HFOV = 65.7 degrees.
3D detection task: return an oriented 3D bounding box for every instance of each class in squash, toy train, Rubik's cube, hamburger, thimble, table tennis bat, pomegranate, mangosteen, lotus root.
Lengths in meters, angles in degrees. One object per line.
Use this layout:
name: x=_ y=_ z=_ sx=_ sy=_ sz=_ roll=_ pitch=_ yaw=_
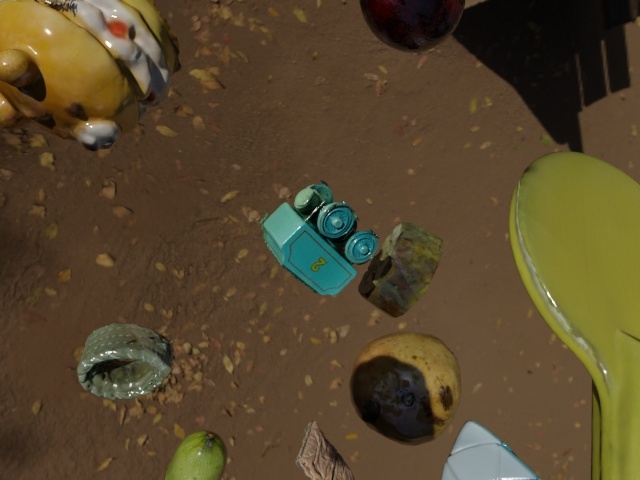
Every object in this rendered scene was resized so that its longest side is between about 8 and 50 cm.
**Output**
squash: x=-0.254 y=0.469 z=1.051 sx=0.123 sy=0.123 sz=0.186 roll=10 pitch=130 yaw=-26
toy train: x=0.000 y=0.000 z=0.896 sx=0.163 sy=0.112 sz=0.203 roll=-45 pitch=128 yaw=2
Rubik's cube: x=0.337 y=0.445 z=0.897 sx=0.254 sy=0.254 sz=0.254 roll=-5 pitch=104 yaw=-23
hamburger: x=-0.383 y=-0.270 z=0.765 sx=0.276 sy=0.276 sz=0.237 roll=41 pitch=57 yaw=-26
thimble: x=-0.240 y=0.150 z=0.621 sx=0.110 sy=0.062 sz=0.084 roll=-3 pitch=121 yaw=-11
table tennis bat: x=0.250 y=0.073 z=0.413 sx=0.224 sy=0.054 sz=0.368 roll=23 pitch=56 yaw=-11
pomegranate: x=0.212 y=0.354 z=1.225 sx=0.281 sy=0.281 sz=0.281 roll=-5 pitch=104 yaw=-23
mangosteen: x=0.127 y=-0.321 z=0.634 sx=0.152 sy=0.152 sz=0.152 roll=-5 pitch=104 yaw=-23
lotus root: x=0.189 y=0.080 z=1.196 sx=0.119 sy=0.138 sz=0.235 roll=27 pitch=113 yaw=-10

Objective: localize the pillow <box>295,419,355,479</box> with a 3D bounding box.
pillow: x=0.020 y=0.558 z=1.195 sx=0.043 sy=0.126 sz=0.232 roll=-23 pitch=107 yaw=26
